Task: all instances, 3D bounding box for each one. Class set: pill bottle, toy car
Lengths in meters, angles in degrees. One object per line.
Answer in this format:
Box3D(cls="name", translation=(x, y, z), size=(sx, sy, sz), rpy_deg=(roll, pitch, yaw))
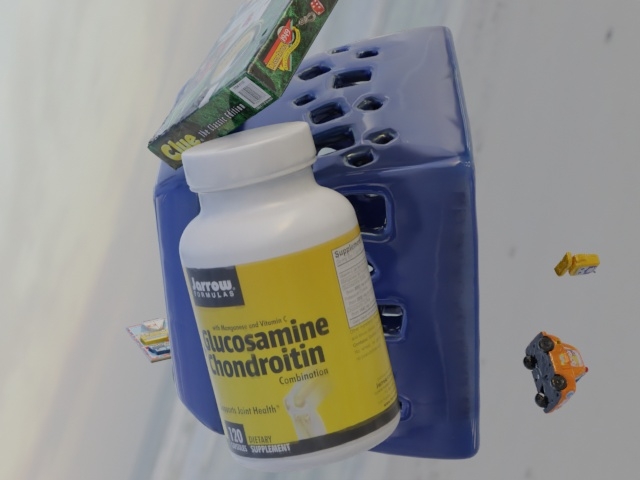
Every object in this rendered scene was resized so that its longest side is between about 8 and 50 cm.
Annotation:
Box3D(cls="pill bottle", translation=(-0.022, 0.031, 0.984), size=(0.103, 0.103, 0.184), rpy_deg=(-93, -10, -80))
Box3D(cls="toy car", translation=(0.185, 0.068, 1.251), size=(0.060, 0.041, 0.122), rpy_deg=(-115, 32, -43))

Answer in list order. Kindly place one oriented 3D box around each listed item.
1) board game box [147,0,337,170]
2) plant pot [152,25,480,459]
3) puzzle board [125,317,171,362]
Box3D(cls="board game box", translation=(-0.011, -0.165, 1.072), size=(0.136, 0.030, 0.259), rpy_deg=(-26, 30, 54))
Box3D(cls="plant pot", translation=(0.000, 0.000, 1.217), size=(0.236, 0.212, 0.236), rpy_deg=(-88, -4, -61))
Box3D(cls="puzzle board", translation=(-0.148, 0.102, 1.975), size=(0.096, 0.128, 0.011), rpy_deg=(-139, 41, -59))
